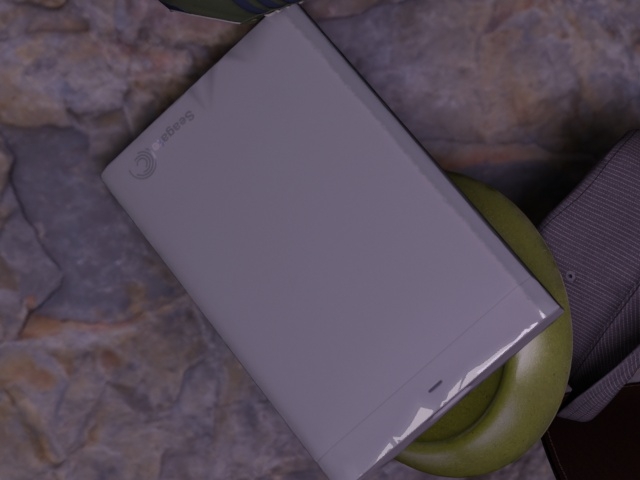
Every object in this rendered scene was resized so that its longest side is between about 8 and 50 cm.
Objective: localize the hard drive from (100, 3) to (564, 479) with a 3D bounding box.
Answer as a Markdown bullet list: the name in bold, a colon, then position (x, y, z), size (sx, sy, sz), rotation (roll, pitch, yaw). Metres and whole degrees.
- **hard drive**: position (0.000, 0.000, 1.002), size (0.203, 0.040, 0.307), rotation (-42, 72, 9)

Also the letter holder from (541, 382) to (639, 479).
- **letter holder**: position (0.299, 0.244, 1.088), size (0.215, 0.302, 0.152), rotation (-6, 111, -5)

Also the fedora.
- **fedora**: position (0.233, 0.009, 1.050), size (0.124, 0.244, 0.275), rotation (38, 138, 10)

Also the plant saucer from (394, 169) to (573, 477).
- **plant saucer**: position (0.078, 0.066, 1.045), size (0.037, 0.241, 0.241), rotation (-9, 120, -50)

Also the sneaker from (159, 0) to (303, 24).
- **sneaker**: position (-0.041, -0.194, 0.982), size (0.192, 0.064, 0.086), rotation (2, 155, 13)
